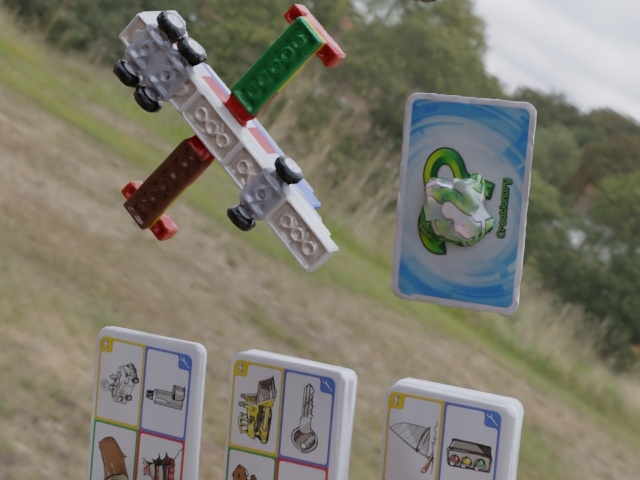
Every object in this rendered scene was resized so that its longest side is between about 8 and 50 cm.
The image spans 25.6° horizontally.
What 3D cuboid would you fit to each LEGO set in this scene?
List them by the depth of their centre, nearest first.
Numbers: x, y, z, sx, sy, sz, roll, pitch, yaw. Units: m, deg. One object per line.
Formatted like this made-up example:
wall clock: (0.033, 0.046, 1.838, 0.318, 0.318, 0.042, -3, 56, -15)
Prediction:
LEGO set: (0.000, 0.000, 0.552, 0.182, 0.244, 0.060, 8, 10, 25)
